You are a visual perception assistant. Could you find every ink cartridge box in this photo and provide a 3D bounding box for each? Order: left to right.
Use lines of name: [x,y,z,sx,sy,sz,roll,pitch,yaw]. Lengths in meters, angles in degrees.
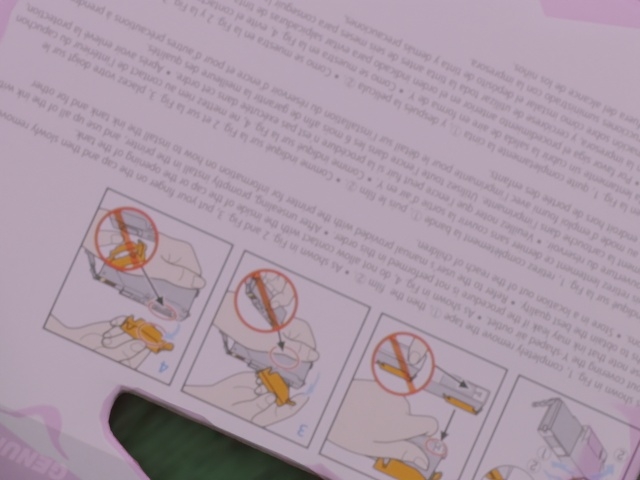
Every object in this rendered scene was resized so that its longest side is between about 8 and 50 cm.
ink cartridge box: [0.000,0.000,0.690,0.275,0.060,0.239,24,88,0]
